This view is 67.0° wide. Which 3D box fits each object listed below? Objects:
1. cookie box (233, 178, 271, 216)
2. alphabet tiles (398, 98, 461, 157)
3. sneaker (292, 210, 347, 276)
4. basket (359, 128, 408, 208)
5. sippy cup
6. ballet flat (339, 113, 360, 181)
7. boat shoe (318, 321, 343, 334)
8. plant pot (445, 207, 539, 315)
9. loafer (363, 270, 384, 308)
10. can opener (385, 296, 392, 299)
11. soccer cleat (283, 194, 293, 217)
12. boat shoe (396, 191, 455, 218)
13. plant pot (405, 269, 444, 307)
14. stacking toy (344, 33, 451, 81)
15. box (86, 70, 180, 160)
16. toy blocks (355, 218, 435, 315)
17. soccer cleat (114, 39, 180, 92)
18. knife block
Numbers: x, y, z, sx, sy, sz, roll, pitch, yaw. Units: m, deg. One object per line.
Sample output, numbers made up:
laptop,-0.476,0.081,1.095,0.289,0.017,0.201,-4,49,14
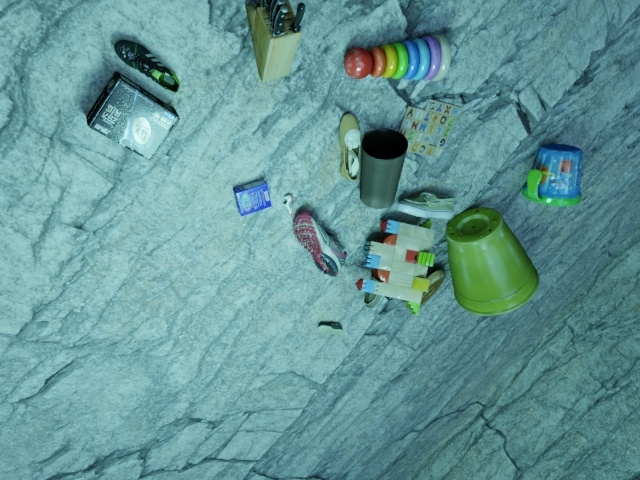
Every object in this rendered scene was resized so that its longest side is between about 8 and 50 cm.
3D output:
cookie box,-0.219,-0.138,1.566,0.107,0.040,0.092,-20,129,-17
alphabet tiles,0.385,-0.407,1.748,0.237,0.009,0.199,3,120,-32
sneaker,0.000,0.000,1.754,0.112,0.120,0.299,-55,137,-26
basket,0.207,-0.234,1.665,0.154,0.204,0.227,12,132,10
sippy cup,0.999,-0.287,2.055,0.239,0.305,0.224,8,114,16
ballet flat,0.108,-0.305,1.616,0.079,0.073,0.233,-17,128,-17
boat shoe,0.041,0.372,2.070,0.132,0.042,0.049,17,132,-37
plant pot,0.698,0.063,2.056,0.366,0.366,0.353,-33,120,-6
loafer,0.236,0.164,2.012,0.087,0.094,0.251,19,101,-28
can opener,0.364,0.202,2.126,0.186,0.073,0.059,-31,140,5
soccer cleat,-0.111,-0.118,1.653,0.035,0.029,0.084,-6,121,-16
boat shoe,0.414,-0.144,1.900,0.302,0.109,0.094,1,106,-41
plant pot,0.475,0.226,2.163,0.236,0.032,0.236,-33,152,-20
stacking toy,0.227,-0.556,1.488,0.329,0.141,0.141,-8,125,-17
box,-0.487,-0.321,1.262,0.180,0.078,0.147,31,104,-40
toy blocks,0.280,0.074,1.882,0.260,0.191,0.382,13,86,-8
soccer cleat,-0.429,-0.437,1.217,0.178,0.072,0.060,30,104,-40
knife block,-0.104,-0.521,1.233,0.088,0.242,0.276,-20,129,-15
